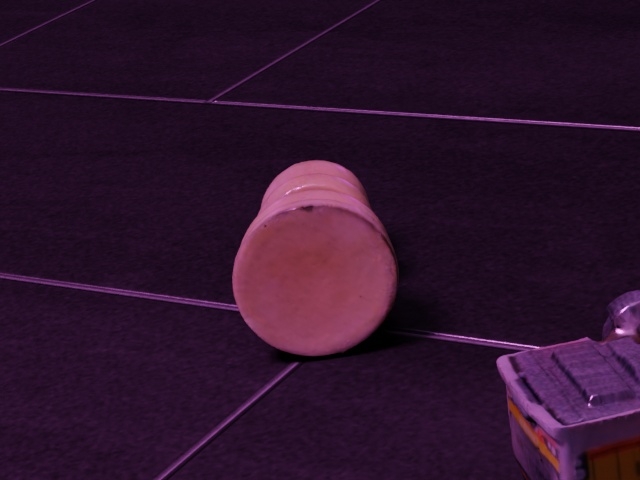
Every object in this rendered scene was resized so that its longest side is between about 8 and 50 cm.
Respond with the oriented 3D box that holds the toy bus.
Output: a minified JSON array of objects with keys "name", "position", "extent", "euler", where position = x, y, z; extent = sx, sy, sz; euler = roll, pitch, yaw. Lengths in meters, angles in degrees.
[{"name":"toy bus","position":[0.215,0.073,0.775],"extent":[0.268,0.106,0.092],"euler":[-11,22,-10]}]

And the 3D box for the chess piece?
[{"name":"chess piece","position":[0.000,0.000,1.067],"extent":[0.094,0.094,0.170],"euler":[-7,16,4]}]
